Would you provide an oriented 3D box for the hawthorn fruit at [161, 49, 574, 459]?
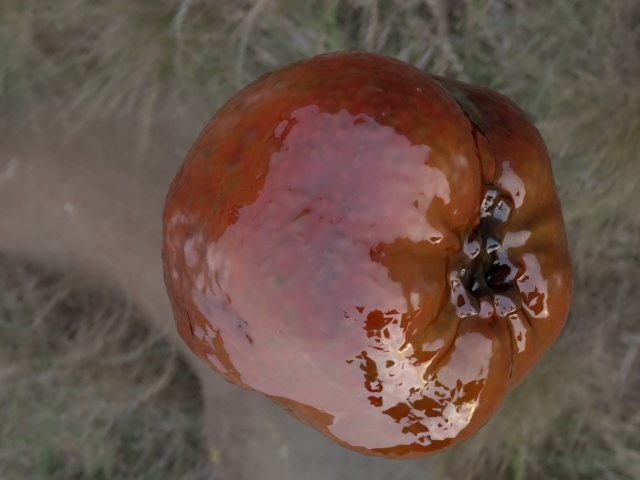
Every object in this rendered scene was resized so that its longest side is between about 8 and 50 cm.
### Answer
[{"bbox_3d":[0.000,0.000,0.936,0.243,0.207,0.207,3,130,45],"label":"hawthorn fruit"}]
